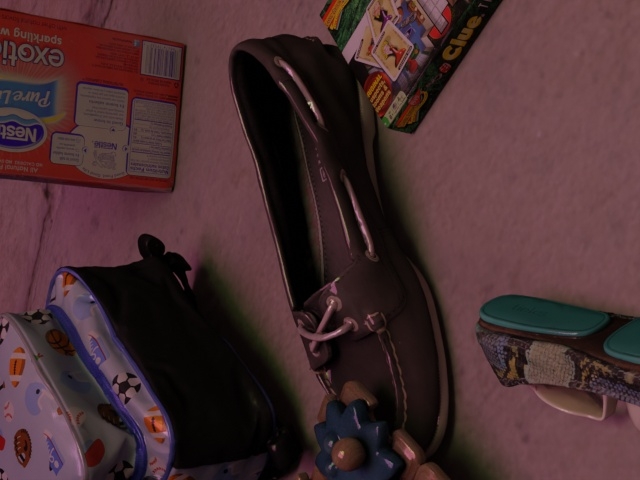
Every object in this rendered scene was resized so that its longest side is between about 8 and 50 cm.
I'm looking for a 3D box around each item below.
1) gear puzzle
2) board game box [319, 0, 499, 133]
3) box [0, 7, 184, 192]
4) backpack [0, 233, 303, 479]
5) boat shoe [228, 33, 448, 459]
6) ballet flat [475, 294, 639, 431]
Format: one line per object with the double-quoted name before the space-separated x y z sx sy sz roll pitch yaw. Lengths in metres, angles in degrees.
"gear puzzle" 0.008 0.265 0.752 0.175 0.044 0.339 45 132 36
"board game box" 0.090 -0.214 0.744 0.260 0.030 0.136 -57 42 34
"box" -0.296 -0.133 1.047 0.142 0.300 0.154 4 91 53
"backpack" -0.176 0.179 0.940 0.276 0.213 0.263 52 138 40
"boat shoe" 0.000 0.000 0.788 0.112 0.095 0.335 -39 56 46
"ballet flat" 0.163 0.070 0.591 0.188 0.070 0.070 10 94 57
